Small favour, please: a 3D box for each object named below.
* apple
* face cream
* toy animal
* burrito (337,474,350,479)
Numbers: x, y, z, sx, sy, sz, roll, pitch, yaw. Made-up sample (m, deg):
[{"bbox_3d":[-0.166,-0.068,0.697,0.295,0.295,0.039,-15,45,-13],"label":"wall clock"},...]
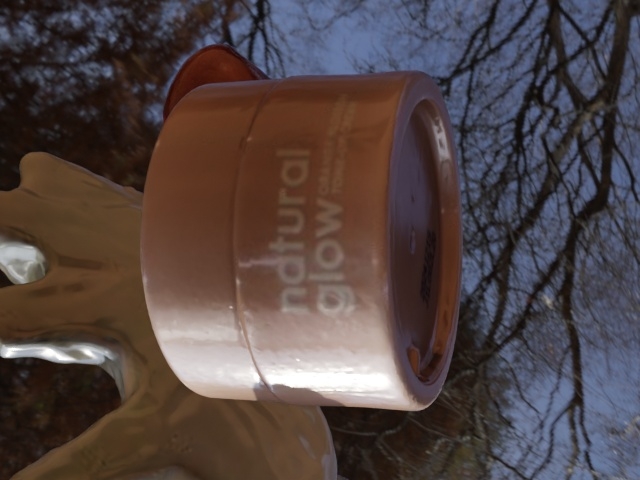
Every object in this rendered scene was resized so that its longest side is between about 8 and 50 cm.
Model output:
[{"bbox_3d":[-0.141,-0.191,1.376,0.168,0.181,0.181,-49,-122,-1],"label":"apple"},{"bbox_3d":[0.000,0.000,0.425,0.104,0.149,0.149,0,-110,20],"label":"face cream"},{"bbox_3d":[-0.128,0.109,0.598,0.308,0.188,0.266,26,-126,5],"label":"toy animal"},{"bbox_3d":[0.068,0.341,0.902,0.135,0.190,0.332,-59,-149,8],"label":"burrito"}]
